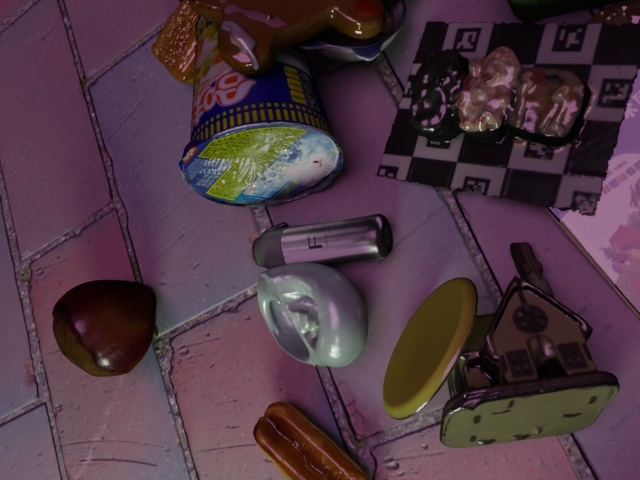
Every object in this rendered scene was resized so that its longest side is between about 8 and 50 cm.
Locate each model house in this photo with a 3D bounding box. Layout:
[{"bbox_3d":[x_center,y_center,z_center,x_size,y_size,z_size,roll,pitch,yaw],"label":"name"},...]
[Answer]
[{"bbox_3d":[0.253,0.133,0.820,0.218,0.205,0.279,-9,52,1],"label":"model house"}]

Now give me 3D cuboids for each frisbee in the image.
[{"bbox_3d":[0.155,0.154,0.835,0.017,0.236,0.236,31,96,-6],"label":"frisbee"}]

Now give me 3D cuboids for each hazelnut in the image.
[{"bbox_3d":[-0.420,0.163,1.134,0.208,0.208,0.208,-4,80,25],"label":"hazelnut"}]

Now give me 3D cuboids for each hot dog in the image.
[{"bbox_3d":[-0.009,0.380,0.957,0.250,0.076,0.104,35,78,22],"label":"hot dog"}]

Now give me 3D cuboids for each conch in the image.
[{"bbox_3d":[-0.014,0.127,0.968,0.221,0.121,0.185,36,107,29],"label":"conch"}]

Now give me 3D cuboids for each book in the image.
[{"bbox_3d":[0.456,-0.071,0.812,0.228,0.018,0.322,-42,72,20],"label":"book"}]

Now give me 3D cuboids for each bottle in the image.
[{"bbox_3d":[0.000,0.000,1.007,0.253,0.079,0.096,-9,58,24],"label":"bottle"}]

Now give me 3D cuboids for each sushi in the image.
[{"bbox_3d":[0.259,-0.222,0.870,0.373,0.100,0.296,17,89,37],"label":"sushi"}]

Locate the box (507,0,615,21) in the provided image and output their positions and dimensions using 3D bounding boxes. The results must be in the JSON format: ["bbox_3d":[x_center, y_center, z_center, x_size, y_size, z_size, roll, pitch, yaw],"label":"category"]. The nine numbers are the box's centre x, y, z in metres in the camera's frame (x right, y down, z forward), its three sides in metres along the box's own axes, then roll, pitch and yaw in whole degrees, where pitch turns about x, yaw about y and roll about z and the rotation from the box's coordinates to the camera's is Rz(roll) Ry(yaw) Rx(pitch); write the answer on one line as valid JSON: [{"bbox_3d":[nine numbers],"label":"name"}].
[{"bbox_3d":[0.418,-0.476,0.833,0.328,0.178,0.253,-4,79,27],"label":"box"}]

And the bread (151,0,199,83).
[{"bbox_3d":[-0.235,-0.461,1.188,0.139,0.077,0.271,44,103,20],"label":"bread"}]

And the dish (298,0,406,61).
[{"bbox_3d":[0.035,-0.391,1.023,0.228,0.086,0.236,7,61,2],"label":"dish"}]

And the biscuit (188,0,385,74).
[{"bbox_3d":[-0.006,-0.442,0.956,0.432,0.064,0.283,-25,63,-17],"label":"biscuit"}]

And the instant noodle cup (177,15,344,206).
[{"bbox_3d":[-0.118,-0.258,1.011,0.284,0.284,0.312,-19,66,22],"label":"instant noodle cup"}]

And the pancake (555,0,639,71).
[{"bbox_3d":[0.473,-0.240,0.840,0.236,0.042,0.222,34,101,25],"label":"pancake"}]
